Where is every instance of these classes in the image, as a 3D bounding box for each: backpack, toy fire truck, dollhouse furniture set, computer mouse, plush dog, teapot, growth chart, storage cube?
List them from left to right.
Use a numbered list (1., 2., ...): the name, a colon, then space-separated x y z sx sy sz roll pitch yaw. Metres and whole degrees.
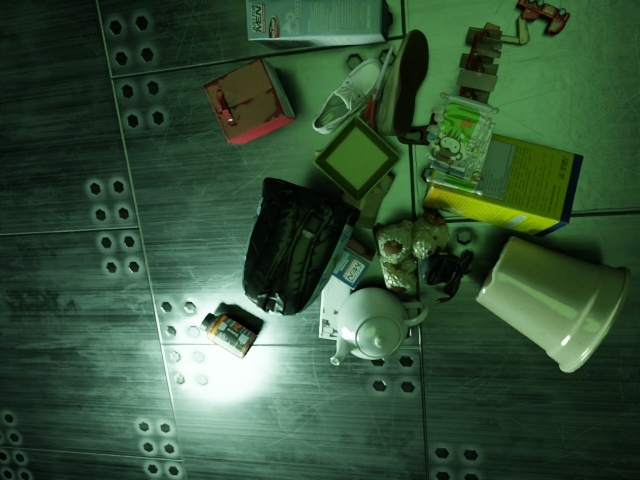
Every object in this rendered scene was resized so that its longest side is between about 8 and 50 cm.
1. storage cube: -0.208 -0.419 1.456 0.193 0.215 0.183 -22 98 11
2. backpack: -0.076 0.043 1.352 0.290 0.273 0.355 18 83 6
3. teapot: 0.180 0.281 1.526 0.253 0.187 0.256 17 102 -11
4. plush dog: 0.289 0.006 1.484 0.226 0.210 0.262 -13 131 2
5. computer mouse: 0.359 0.114 1.461 0.060 0.262 0.184 34 116 37
6. growth chart: 0.350 -0.244 1.206 0.172 0.021 0.237 10 103 8
7. dollhouse furniture set: 0.389 -0.420 1.301 0.135 0.262 0.259 14 139 10
8. toy fire truck: 0.562 -0.593 1.311 0.192 0.047 0.135 27 109 4

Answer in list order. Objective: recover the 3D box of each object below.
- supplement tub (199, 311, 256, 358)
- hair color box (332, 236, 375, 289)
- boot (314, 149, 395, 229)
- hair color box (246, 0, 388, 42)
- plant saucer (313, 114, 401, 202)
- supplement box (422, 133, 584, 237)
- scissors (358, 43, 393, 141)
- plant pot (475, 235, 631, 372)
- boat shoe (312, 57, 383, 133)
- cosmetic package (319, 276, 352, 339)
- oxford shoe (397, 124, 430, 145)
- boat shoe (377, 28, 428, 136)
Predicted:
1. supplement tub: -0.339 0.339 1.734 0.198 0.106 0.106 30 109 4
2. hair color box: 0.000 0.000 1.530 0.347 0.174 0.105 34 107 3
3. boot: 0.080 -0.162 1.515 0.262 0.095 0.203 21 109 3
4. hair color box: -0.003 -0.625 1.362 0.375 0.185 0.113 2 105 13
5. plant saucer: 0.107 -0.240 1.414 0.188 0.045 0.188 42 103 -7
6. supplement box: 0.491 -0.161 1.325 0.357 0.195 0.194 16 81 7
7. scissors: 0.154 -0.427 1.411 0.021 0.109 0.297 -2 117 -24
8. plant pot: 0.634 0.152 1.368 0.306 0.334 0.333 29 109 17
9. boat shoe: 0.082 -0.429 1.440 0.098 0.096 0.277 44 109 0
10. cosmetic package: 0.054 0.221 1.634 0.099 0.060 0.239 6 105 11
11. oxford shoe: 0.334 -0.313 1.424 0.212 0.076 0.076 -3 102 12
12. boat shoe: 0.231 -0.455 1.389 0.098 0.109 0.302 21 103 54
